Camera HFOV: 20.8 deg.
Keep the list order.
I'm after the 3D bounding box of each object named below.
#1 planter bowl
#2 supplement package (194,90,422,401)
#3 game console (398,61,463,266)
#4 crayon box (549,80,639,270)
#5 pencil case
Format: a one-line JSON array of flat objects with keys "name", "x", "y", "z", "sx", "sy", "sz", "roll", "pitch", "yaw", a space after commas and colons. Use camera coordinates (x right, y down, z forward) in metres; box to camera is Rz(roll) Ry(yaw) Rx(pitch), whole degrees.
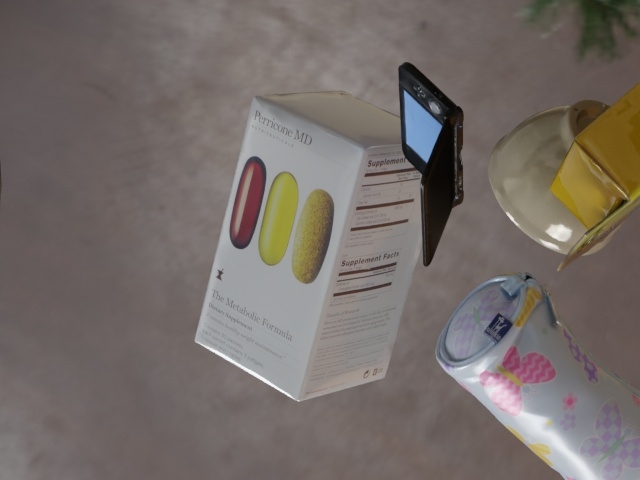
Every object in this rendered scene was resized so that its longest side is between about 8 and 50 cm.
[{"name": "planter bowl", "x": 0.274, "y": -0.080, "z": 1.845, "sx": 0.162, "sy": 0.162, "sz": 0.109, "roll": 43, "pitch": 135, "yaw": 4}, {"name": "supplement package", "x": 0.000, "y": 0.000, "z": 1.587, "sx": 0.139, "sy": 0.134, "sz": 0.244, "roll": 26, "pitch": 112, "yaw": 33}, {"name": "game console", "x": 0.076, "y": -0.061, "z": 1.391, "sx": 0.071, "sy": 0.122, "sz": 0.107, "roll": -33, "pitch": 59, "yaw": -18}, {"name": "crayon box", "x": 0.333, "y": -0.113, "z": 1.665, "sx": 0.318, "sy": 0.202, "sz": 0.081, "roll": -41, "pitch": 82, "yaw": -8}, {"name": "pencil case", "x": 0.237, "y": 0.151, "z": 1.695, "sx": 0.273, "sy": 0.113, "sz": 0.124, "roll": 44, "pitch": 80, "yaw": -22}]
